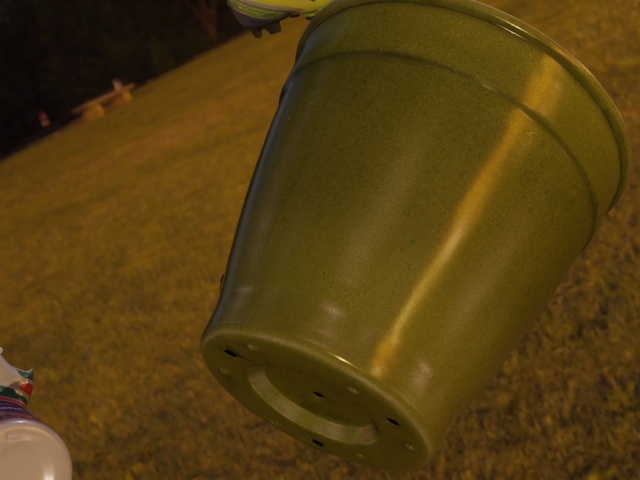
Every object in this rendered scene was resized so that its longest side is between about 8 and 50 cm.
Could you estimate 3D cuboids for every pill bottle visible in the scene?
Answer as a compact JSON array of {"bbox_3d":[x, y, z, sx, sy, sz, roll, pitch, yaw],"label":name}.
[{"bbox_3d":[-0.325,0.221,1.135,0.108,0.108,0.193,-29,13,-22],"label":"pill bottle"}]

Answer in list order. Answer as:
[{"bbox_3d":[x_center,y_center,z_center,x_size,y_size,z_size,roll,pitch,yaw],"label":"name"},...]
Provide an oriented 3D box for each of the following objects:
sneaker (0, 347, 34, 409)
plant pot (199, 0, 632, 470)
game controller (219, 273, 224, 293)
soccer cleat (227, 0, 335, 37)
[{"bbox_3d":[-0.419,0.157,1.333,0.057,0.161,0.075,-51,21,46],"label":"sneaker"},{"bbox_3d":[0.066,0.013,1.074,0.366,0.366,0.353,-6,47,48],"label":"plant pot"},{"bbox_3d":[-0.084,-0.010,2.155,0.166,0.067,0.319,-15,-34,-55],"label":"game controller"},{"bbox_3d":[-0.029,-0.354,1.464,0.289,0.121,0.093,-10,29,48],"label":"soccer cleat"}]
